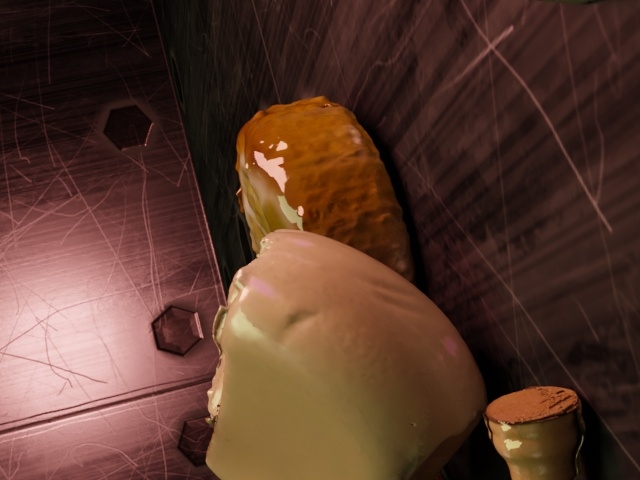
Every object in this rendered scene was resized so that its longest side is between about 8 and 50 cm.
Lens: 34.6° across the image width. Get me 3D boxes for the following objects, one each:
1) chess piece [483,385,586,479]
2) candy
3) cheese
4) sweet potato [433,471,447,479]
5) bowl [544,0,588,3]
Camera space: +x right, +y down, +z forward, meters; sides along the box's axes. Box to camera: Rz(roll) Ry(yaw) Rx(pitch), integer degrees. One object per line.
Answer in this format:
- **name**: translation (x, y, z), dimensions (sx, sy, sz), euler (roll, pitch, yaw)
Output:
- **chess piece**: translation (0.141, 0.175, 0.604), dimensions (0.060, 0.060, 0.172), euler (-162, 57, -77)
- **candy**: translation (0.000, 0.000, 0.939), dimensions (0.260, 0.118, 0.259), euler (164, 90, -78)
- **cheese**: translation (-0.004, 0.116, 0.793), dimensions (0.233, 0.127, 0.266), euler (33, 138, 12)
- **sweet potato**: translation (0.101, 0.236, 0.861), dimensions (0.068, 0.068, 0.226), euler (89, 177, -47)
- **bowl**: translation (0.056, -0.201, 0.449), dimensions (0.211, 0.112, 0.211), euler (167, 90, -77)
